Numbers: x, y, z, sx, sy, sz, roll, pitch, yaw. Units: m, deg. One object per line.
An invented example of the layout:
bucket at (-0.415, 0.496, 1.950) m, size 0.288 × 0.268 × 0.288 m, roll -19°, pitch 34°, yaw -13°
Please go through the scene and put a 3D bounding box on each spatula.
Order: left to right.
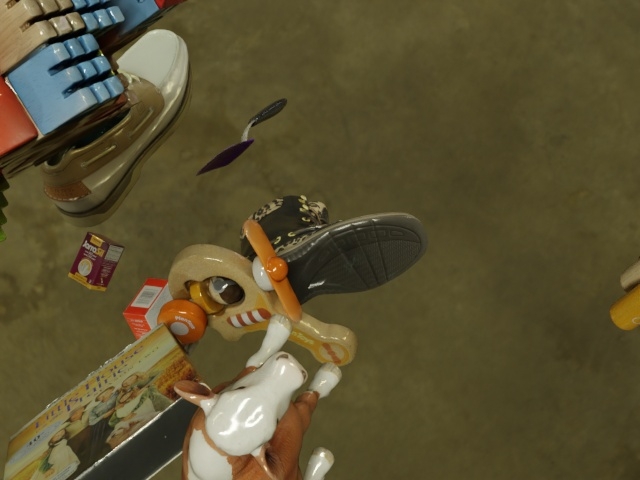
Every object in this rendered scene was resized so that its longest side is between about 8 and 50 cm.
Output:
spatula at (-0.118, -0.185, 1.623) m, size 0.030 × 0.084 × 0.296 m, roll 46°, pitch 36°, yaw -9°

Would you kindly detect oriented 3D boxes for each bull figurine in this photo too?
bull figurine at (-0.054, 0.181, 0.797) m, size 0.101 × 0.310 × 0.188 m, roll 23°, pitch 36°, yaw 15°

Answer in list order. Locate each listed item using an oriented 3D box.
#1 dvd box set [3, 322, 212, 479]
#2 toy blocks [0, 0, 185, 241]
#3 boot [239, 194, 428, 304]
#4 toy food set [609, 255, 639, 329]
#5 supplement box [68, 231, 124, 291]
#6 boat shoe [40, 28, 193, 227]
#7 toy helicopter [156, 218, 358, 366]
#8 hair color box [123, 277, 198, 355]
dvd box set at (-0.298, 0.259, 1.323) m, size 0.307 × 0.420 × 0.062 m, roll -37°, pitch 104°, yaw -9°
toy blocks at (-0.249, -0.110, 0.733) m, size 0.191 × 0.260 × 0.381 m, roll 60°, pitch 31°, yaw -8°
boot at (0.000, 0.000, 1.781) m, size 0.377 × 0.138 × 0.284 m, roll -23°, pitch 23°, yaw 8°
toy food set at (0.475, 0.044, 1.208) m, size 0.232 × 0.104 × 0.111 m, roll 1°, pitch 60°, yaw -24°
supplement box at (-0.371, 0.035, 1.585) m, size 0.055 × 0.043 × 0.083 m, roll 25°, pitch 93°, yaw 27°
boat shoe at (-0.248, -0.164, 1.192) m, size 0.113 × 0.103 × 0.302 m, roll 8°, pitch 57°, yaw 19°
toy helicopter at (-0.084, 0.107, 1.616) m, size 0.355 × 0.235 × 0.140 m, roll 28°, pitch 40°, yaw -14°
hair color box at (-0.289, 0.160, 1.747) m, size 0.053 × 0.167 × 0.093 m, roll 4°, pitch 43°, yaw 27°
